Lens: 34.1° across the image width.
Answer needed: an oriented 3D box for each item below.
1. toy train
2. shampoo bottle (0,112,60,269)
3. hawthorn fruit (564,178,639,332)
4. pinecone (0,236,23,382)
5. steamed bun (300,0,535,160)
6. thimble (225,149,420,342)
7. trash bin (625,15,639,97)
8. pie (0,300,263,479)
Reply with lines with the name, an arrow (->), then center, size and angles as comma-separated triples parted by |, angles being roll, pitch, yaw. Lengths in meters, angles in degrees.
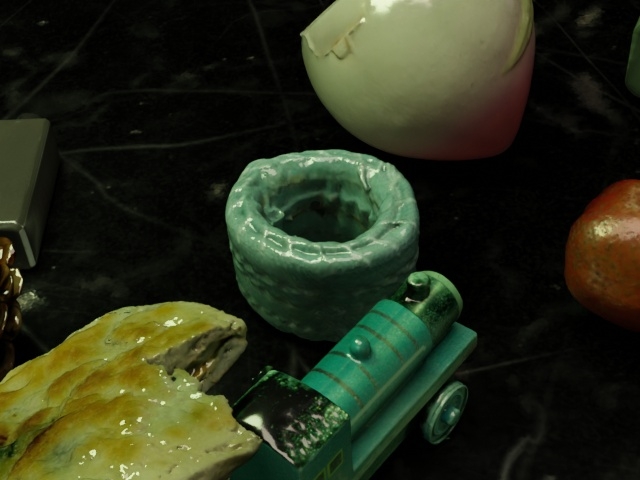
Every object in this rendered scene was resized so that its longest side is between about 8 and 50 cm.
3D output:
toy train -> 0.037, 0.154, 0.979 | 0.120, 0.194, 0.298 | 26, 51, 29
shampoo bottle -> -0.386, -0.073, 1.323 | 0.079, 0.080, 0.246 | -2, 45, -1
hawthorn fruit -> 0.361, 0.029, 1.113 | 0.194, 0.157, 0.157 | 31, 54, 22
pinecone -> -0.422, 0.067, 1.058 | 0.224, 0.272, 0.224 | -13, 59, 22
steamed bun -> 0.146, -0.226, 1.324 | 0.309, 0.309, 0.309 | -2, 44, 2
thimble -> 0.000, 0.000, 1.175 | 0.235, 0.143, 0.198 | 28, 52, 28
trash bin -> 0.576, -0.337, 1.468 | 0.223, 0.158, 0.343 | 18, 49, 21
pie -> -0.198, 0.159, 0.857 | 0.338, 0.075, 0.337 | -19, 22, 8
